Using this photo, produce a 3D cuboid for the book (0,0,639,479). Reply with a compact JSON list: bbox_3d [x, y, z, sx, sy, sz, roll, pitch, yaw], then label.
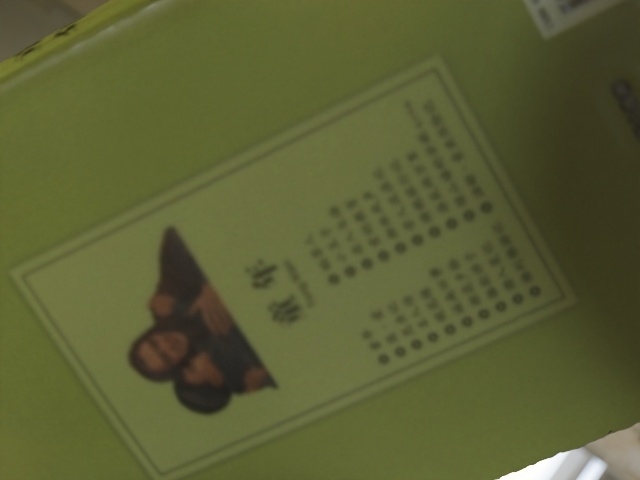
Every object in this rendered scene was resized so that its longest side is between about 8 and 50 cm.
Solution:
[{"bbox_3d":[0.000,0.000,0.584,0.352,0.239,0.035,-25,21,18],"label":"book"}]
